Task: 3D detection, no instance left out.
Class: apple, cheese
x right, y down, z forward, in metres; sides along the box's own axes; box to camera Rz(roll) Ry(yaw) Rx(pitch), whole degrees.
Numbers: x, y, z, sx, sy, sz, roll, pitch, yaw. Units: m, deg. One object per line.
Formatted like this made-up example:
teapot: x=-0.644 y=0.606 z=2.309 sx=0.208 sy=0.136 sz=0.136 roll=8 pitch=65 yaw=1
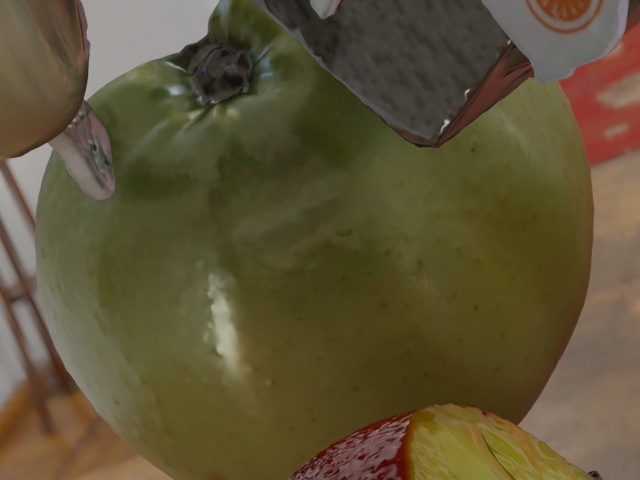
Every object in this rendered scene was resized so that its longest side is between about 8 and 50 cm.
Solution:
apple: x=0.000 y=0.000 z=1.248 sx=0.312 sy=0.360 sz=0.320 roll=-1 pitch=53 yaw=30
cheese: x=-0.128 y=-0.083 z=0.785 sx=0.064 sy=0.227 sz=0.137 roll=-12 pitch=61 yaw=9

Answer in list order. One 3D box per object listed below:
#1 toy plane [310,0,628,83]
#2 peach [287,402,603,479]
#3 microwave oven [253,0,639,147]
toy plane: x=-0.013 y=-0.094 z=0.359 sx=0.053 sy=0.197 sz=0.078 roll=-19 pitch=-36 yaw=-38
peach: x=0.032 y=0.145 z=0.597 sx=0.159 sy=0.154 sz=0.267 roll=-47 pitch=33 yaw=11
microwave oven: x=0.098 y=-0.305 z=0.811 sx=0.236 sy=0.374 sz=0.432 roll=-39 pitch=-12 yaw=-47
